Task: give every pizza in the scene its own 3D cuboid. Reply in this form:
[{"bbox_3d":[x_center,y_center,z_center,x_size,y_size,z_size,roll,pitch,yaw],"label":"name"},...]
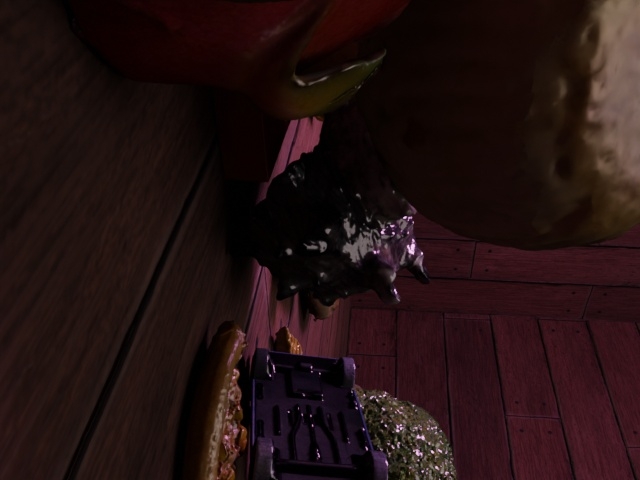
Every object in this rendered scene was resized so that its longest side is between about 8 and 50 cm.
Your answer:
[{"bbox_3d":[-0.088,0.170,0.585,0.131,0.041,0.178,89,5,-46],"label":"pizza"}]

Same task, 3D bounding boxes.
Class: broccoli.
[{"bbox_3d":[0.089,0.416,1.173,0.413,0.309,0.321,53,-43,39],"label":"broccoli"}]

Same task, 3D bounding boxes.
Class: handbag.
[{"bbox_3d":[-0.058,-0.164,0.672,0.190,0.062,0.127,-78,169,-50],"label":"handbag"}]

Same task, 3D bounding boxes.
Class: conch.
[{"bbox_3d":[0.036,-0.048,0.744,0.313,0.186,0.241,-29,128,-42],"label":"conch"}]

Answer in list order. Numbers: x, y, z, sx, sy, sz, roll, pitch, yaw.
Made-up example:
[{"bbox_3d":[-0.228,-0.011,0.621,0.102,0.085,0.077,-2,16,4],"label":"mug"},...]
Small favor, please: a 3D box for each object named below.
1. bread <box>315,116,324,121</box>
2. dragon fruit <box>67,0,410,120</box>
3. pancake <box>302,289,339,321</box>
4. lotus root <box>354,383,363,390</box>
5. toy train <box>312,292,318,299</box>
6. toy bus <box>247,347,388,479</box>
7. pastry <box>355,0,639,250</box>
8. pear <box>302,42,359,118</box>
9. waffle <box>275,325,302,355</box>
[{"bbox_3d":[0.054,-0.376,1.363,0.160,0.147,0.261,59,33,-76],"label":"bread"},{"bbox_3d":[-0.002,-0.226,0.361,0.305,0.225,0.306,4,90,-87],"label":"dragon fruit"},{"bbox_3d":[0.010,-0.015,1.430,0.382,0.071,0.383,0,90,-83],"label":"pancake"},{"bbox_3d":[0.058,0.451,1.656,0.350,0.174,0.175,79,13,-55],"label":"lotus root"},{"bbox_3d":[0.000,0.000,1.105,0.298,0.119,0.194,65,35,-76],"label":"toy train"},{"bbox_3d":[-0.019,0.221,0.699,0.292,0.125,0.133,-111,-150,-74],"label":"toy bus"},{"bbox_3d":[0.201,-0.189,0.613,0.312,0.388,0.389,35,-48,51],"label":"pastry"},{"bbox_3d":[0.083,-0.291,0.889,0.309,0.309,0.310,2,90,-85],"label":"pear"},{"bbox_3d":[-0.048,0.157,1.065,0.125,0.032,0.191,-79,172,-49],"label":"waffle"}]
